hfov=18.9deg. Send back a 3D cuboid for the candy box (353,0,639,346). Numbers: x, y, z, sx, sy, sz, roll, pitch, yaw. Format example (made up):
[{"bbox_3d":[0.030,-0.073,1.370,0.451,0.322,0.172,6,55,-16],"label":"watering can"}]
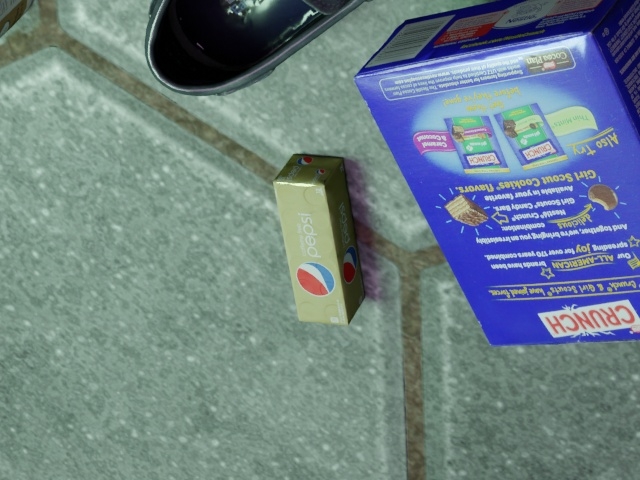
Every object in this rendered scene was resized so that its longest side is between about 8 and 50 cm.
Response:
[{"bbox_3d":[0.219,-0.062,1.755,0.268,0.122,0.317,-6,120,42],"label":"candy box"}]

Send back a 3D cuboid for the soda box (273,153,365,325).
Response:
[{"bbox_3d":[0.000,0.000,2.058,0.061,0.058,0.181,5,125,22],"label":"soda box"}]

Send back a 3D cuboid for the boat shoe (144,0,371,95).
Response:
[{"bbox_3d":[0.004,-0.294,1.786,0.187,0.156,0.500,46,128,-8],"label":"boat shoe"}]

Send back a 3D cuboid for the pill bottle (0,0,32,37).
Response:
[{"bbox_3d":[-0.400,-0.229,1.970,0.131,0.229,0.131,13,128,17],"label":"pill bottle"}]
